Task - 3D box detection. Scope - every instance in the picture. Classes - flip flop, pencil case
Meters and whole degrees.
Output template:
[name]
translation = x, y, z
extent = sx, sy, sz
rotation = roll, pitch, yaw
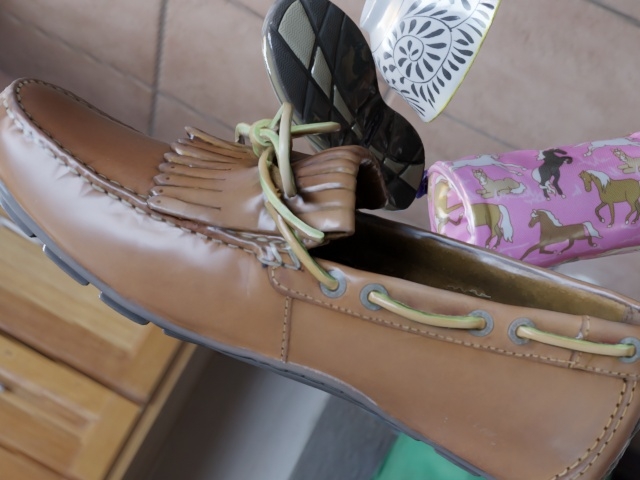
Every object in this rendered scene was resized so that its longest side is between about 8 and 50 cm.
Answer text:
[flip flop]
translation = 0.015, -0.125, 1.175
extent = 0.080, 0.112, 0.277
rotation = 16, 160, 39
[pencil case]
translation = 0.305, -0.044, 1.375
extent = 0.167, 0.386, 0.160
rotation = -122, 24, -55

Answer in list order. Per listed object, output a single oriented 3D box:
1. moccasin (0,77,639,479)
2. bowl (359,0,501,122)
[moccasin]
translation = -0.001, 0.001, 0.646
extent = 0.380, 0.147, 0.139
rotation = 27, -159, 12
[bowl]
translation = 0.080, -0.183, 0.945
extent = 0.080, 0.170, 0.170
rotation = 21, 157, -7
